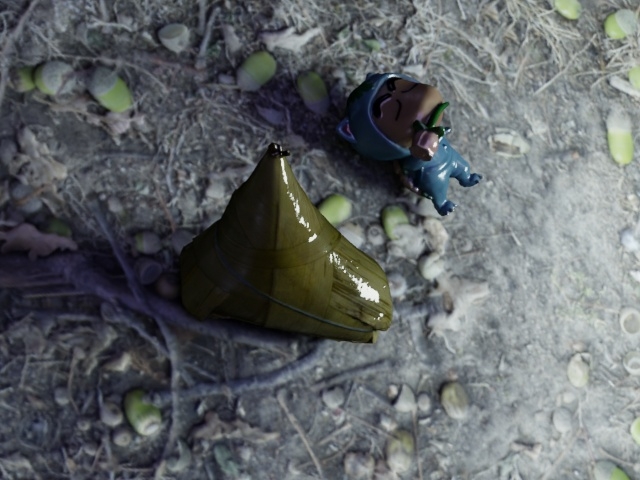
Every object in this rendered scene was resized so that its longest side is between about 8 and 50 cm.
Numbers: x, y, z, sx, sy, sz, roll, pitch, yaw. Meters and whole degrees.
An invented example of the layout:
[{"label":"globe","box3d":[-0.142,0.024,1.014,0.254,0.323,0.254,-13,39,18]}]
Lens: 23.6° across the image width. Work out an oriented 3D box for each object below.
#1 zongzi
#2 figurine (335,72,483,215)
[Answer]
[{"label":"zongzi","box3d":[0.000,0.000,1.553,0.228,0.256,0.115,12,46,-22]},{"label":"figurine","box3d":[0.113,-0.114,1.692,0.178,0.144,0.114,46,67,-19]}]
